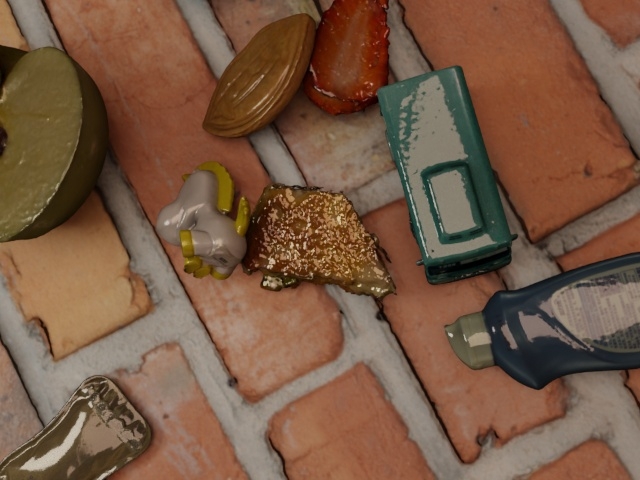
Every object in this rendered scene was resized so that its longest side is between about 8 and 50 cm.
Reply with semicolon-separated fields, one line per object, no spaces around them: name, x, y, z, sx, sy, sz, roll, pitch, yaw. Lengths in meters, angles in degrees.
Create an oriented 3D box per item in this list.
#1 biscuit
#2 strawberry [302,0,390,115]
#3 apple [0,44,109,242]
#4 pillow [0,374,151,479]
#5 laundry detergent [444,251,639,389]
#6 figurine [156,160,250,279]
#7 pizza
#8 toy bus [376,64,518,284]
biscuit;-0.085;-0.217;1.206;0.221;0.029;0.142;-40;49;25
strawberry;0.045;-0.253;1.222;0.121;0.082;0.188;18;71;4
apple;-0.433;-0.135;1.184;0.295;0.233;0.257;8;96;-6
pillow;-0.339;0.292;1.211;0.217;0.033;0.130;-42;80;0
laundry detergent;0.307;0.109;1.132;0.290;0.094;0.143;-14;87;8
figurine;-0.156;-0.032;1.204;0.129;0.109;0.178;-50;44;9
pizza;0.000;0.000;1.190;0.226;0.069;0.147;4;93;16
toy bus;0.160;-0.081;1.145;0.128;0.147;0.256;-16;80;7
